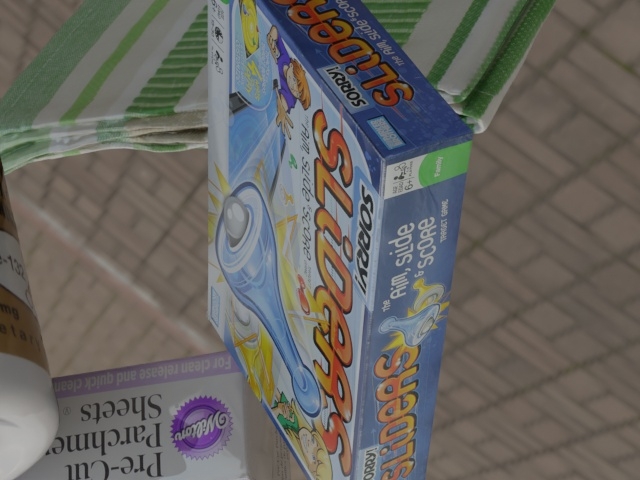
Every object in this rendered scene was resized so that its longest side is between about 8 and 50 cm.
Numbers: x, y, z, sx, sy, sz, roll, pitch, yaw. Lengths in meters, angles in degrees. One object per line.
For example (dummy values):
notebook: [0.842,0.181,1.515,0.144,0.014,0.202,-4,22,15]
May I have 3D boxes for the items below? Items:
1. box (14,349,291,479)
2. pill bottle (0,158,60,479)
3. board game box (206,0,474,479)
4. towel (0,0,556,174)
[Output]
box: [-0.176,0.111,0.813,0.324,0.067,0.063,-9,158,15]
pill bottle: [-0.200,-0.005,0.745,0.131,0.131,0.229,88,166,-65]
board game box: [0.000,0.000,0.638,0.136,0.035,0.201,54,153,40]
towel: [-0.012,-0.127,0.913,0.325,0.248,0.038,-3,131,37]
